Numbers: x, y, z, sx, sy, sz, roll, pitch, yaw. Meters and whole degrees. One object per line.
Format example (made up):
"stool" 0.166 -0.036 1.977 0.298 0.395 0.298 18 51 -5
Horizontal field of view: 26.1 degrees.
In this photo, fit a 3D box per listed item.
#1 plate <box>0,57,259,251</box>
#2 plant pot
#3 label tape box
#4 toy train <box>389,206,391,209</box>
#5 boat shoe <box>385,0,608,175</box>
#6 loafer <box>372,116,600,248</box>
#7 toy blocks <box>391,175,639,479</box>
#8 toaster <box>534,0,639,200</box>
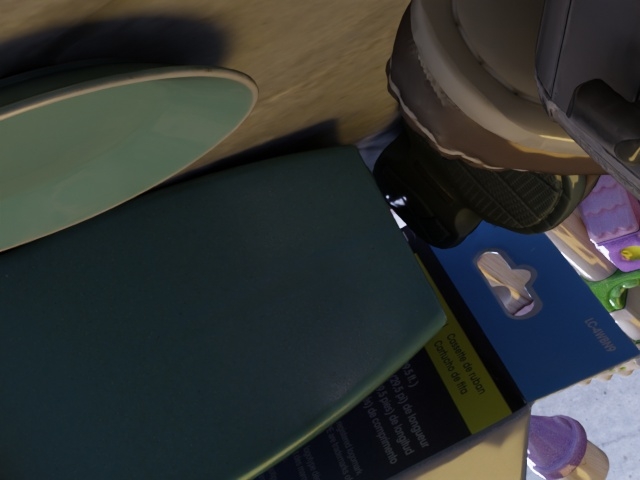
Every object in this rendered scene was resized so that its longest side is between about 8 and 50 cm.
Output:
"plate" -0.112 -0.027 0.495 0.188 0.024 0.188 -22 173 -3
"plant pot" -0.059 0.052 0.749 0.234 0.165 0.165 -29 173 -1
"label tape box" 0.021 0.126 0.903 0.348 0.115 0.249 -27 -150 0
"toy train" 0.063 -0.035 0.942 0.158 0.036 0.027 -29 171 41
"boat shoe" 0.142 -0.087 0.509 0.324 0.116 0.097 -25 172 -36
"loafer" 0.097 -0.058 0.756 0.084 0.096 0.267 -42 -176 -12
"toy blocks" 0.222 0.020 1.036 0.288 0.309 0.260 -19 135 41
"toaster" 0.156 -0.082 0.346 0.227 0.129 0.146 -20 140 -32
